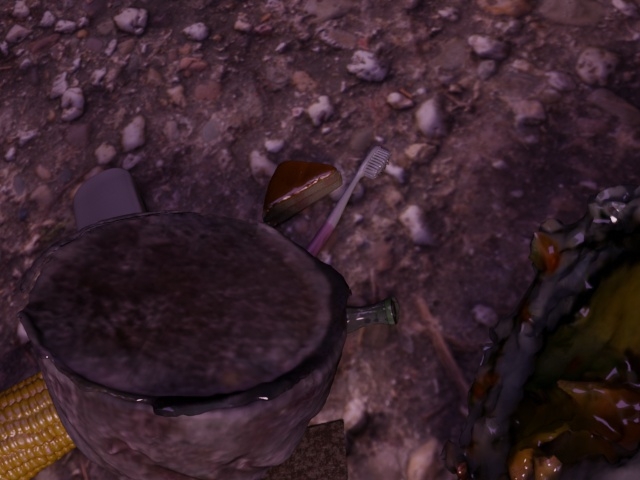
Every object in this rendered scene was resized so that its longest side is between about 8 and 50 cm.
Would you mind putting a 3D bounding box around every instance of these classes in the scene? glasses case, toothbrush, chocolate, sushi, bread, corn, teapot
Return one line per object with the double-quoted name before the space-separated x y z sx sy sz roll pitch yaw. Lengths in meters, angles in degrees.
"glasses case" -0.247 0.002 1.055 0.092 0.059 0.233 -31 54 1
"toothbrush" 0.000 0.000 0.990 0.025 0.020 0.286 27 70 25
"chocolate" -0.132 0.130 0.824 0.303 0.212 0.303 5 33 -3
"sushi" 0.249 0.119 0.622 0.417 0.176 0.417 -43 23 24
"bread" -0.032 -0.067 1.031 0.109 0.043 0.062 -33 55 -1
"corn" -0.337 0.216 0.927 0.305 0.106 0.106 -31 53 -7
"teapot" 0.029 0.083 0.913 0.111 0.042 0.042 -13 55 9

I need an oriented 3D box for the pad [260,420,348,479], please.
"pad" -0.047 0.283 0.803 0.158 0.003 0.235 -15 43 11
